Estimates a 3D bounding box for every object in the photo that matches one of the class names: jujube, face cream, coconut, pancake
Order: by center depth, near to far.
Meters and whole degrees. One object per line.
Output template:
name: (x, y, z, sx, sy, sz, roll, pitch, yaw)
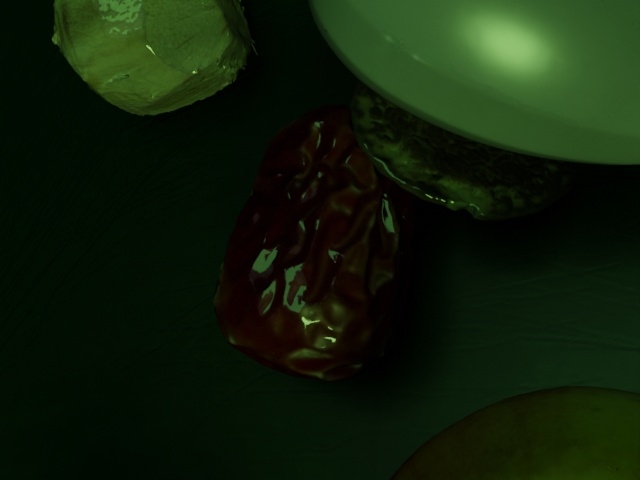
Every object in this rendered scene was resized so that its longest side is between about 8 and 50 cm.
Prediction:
face cream: (0.122, -0.222, 0.599, 0.357, 0.219, 0.312, 28, 63, 0)
pancake: (0.118, -0.093, 0.664, 0.199, 0.021, 0.199, 7, 54, -10)
jujube: (0.000, 0.000, 0.678, 0.155, 0.155, 0.230, 0, 69, 27)
coconut: (-0.178, -0.219, 0.840, 0.195, 0.194, 0.194, -10, 66, 23)

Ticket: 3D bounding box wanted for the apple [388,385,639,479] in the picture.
apple: (0.158, 0.216, 0.461, 0.286, 0.233, 0.285, -8, 66, 19)
